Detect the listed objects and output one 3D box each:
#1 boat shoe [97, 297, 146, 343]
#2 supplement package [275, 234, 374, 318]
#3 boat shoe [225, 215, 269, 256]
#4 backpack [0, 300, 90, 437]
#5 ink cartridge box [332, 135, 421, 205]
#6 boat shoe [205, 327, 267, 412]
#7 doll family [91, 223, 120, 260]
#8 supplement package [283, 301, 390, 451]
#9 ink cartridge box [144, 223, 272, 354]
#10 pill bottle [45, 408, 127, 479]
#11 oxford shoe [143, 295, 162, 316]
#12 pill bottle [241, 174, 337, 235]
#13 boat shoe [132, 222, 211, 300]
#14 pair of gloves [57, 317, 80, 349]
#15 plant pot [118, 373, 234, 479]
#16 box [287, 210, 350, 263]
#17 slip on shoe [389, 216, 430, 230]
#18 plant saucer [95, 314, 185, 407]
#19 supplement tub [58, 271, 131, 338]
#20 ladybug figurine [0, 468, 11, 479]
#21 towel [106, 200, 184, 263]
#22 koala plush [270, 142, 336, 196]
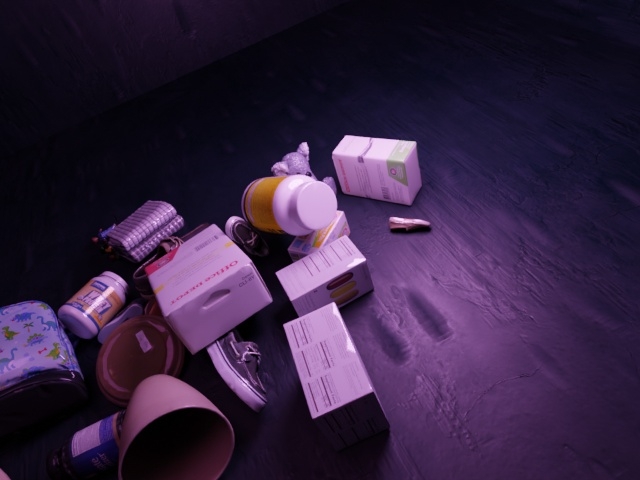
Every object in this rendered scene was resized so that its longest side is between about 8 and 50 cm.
[{"bbox_3d":[-0.657,0.271,1.538,0.183,0.065,0.083,-39,15,1],"label":"boat shoe"},{"bbox_3d":[0.015,0.119,1.370,0.244,0.139,0.134,-29,43,-7],"label":"supplement package"},{"bbox_3d":[-0.237,-0.011,1.535,0.070,0.219,0.078,19,75,29],"label":"boat shoe"},{"bbox_3d":[-0.889,0.358,1.391,0.289,0.274,0.355,-15,31,-24],"label":"backpack"},{"bbox_3d":[0.200,-0.248,1.613,0.272,0.198,0.115,14,54,30],"label":"ink cartridge box"},{"bbox_3d":[-0.225,0.325,1.272,0.119,0.121,0.335,-39,45,-12],"label":"boat shoe"},{"bbox_3d":[-0.847,0.010,1.851,0.111,0.076,0.193,-39,42,-12],"label":"doll family"},{"bbox_3d":[0.038,0.327,1.114,0.145,0.204,0.262,-24,44,0],"label":"supplement package"},{"bbox_3d":[-0.356,0.133,1.418,0.279,0.161,0.384,-34,30,-14],"label":"ink cartridge box"},{"bbox_3d":[-0.583,0.542,1.197,0.219,0.123,0.123,-26,44,-4],"label":"pill bottle"},{"bbox_3d":[-0.552,0.287,1.476,0.076,0.076,0.212,24,62,-11],"label":"oxford shoe"},{"bbox_3d":[-0.101,-0.111,1.455,0.188,0.188,0.333,-45,26,-23],"label":"pill bottle"},{"bbox_3d":[-0.509,0.056,1.632,0.132,0.130,0.355,19,57,33],"label":"boat shoe"},{"bbox_3d":[-0.876,0.319,1.594,0.159,0.023,0.198,-39,48,-17],"label":"pair of gloves"},{"bbox_3d":[-0.382,0.454,1.144,0.256,0.257,0.274,-37,30,-16],"label":"plant pot"},{"bbox_3d":[0.000,0.000,1.516,0.114,0.103,0.203,11,52,30],"label":"box"},{"bbox_3d":[0.291,-0.050,1.504,0.135,0.051,0.041,7,90,16],"label":"slip on shoe"},{"bbox_3d":[-0.542,0.350,1.365,0.277,0.041,0.278,-4,63,7],"label":"plant saucer"},{"bbox_3d":[-0.757,0.215,1.551,0.144,0.144,0.200,5,40,25],"label":"supplement tub"},{"bbox_3d":[-0.867,0.712,1.109,0.449,0.162,0.305,19,57,33],"label":"ladybug figurine"},{"bbox_3d":[-0.661,-0.031,1.727,0.235,0.121,0.283,-46,29,-24],"label":"towel"},{"bbox_3d":[-0.084,-0.231,1.686,0.196,0.221,0.203,-42,47,-20],"label":"koala plush"}]
